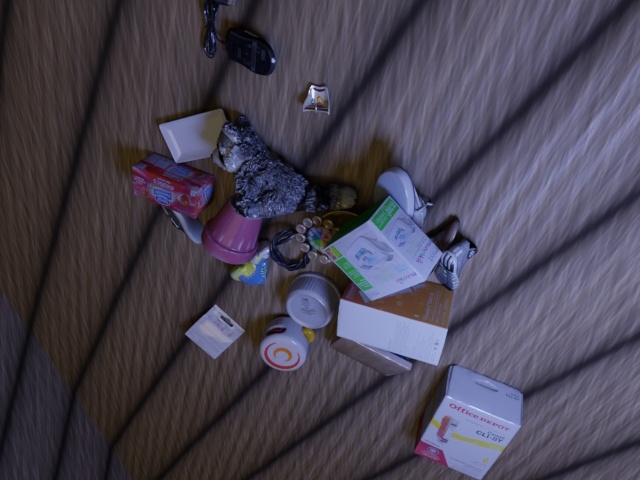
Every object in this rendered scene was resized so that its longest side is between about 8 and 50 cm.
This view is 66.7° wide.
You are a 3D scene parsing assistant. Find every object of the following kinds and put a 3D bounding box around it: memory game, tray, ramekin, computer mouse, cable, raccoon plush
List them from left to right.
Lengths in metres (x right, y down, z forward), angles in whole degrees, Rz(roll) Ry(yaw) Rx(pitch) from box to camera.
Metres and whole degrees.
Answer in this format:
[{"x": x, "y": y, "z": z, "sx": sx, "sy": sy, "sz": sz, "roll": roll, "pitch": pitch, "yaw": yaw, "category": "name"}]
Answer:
[{"x": -0.406, "y": -0.350, "z": 1.631, "sx": 0.270, "sy": 0.030, "sz": 0.145, "roll": -6, "pitch": 120, "yaw": 26, "category": "tray"}, {"x": -0.222, "y": -0.588, "z": 1.380, "sx": 0.261, "sy": 0.060, "sz": 0.184, "roll": 25, "pitch": 133, "yaw": 21, "category": "computer mouse"}, {"x": -0.119, "y": -0.247, "z": 1.534, "sx": 0.445, "sy": 0.216, "sz": 0.300, "roll": -6, "pitch": 108, "yaw": -7, "category": "raccoon plush"}, {"x": -0.106, "y": 0.041, "z": 1.722, "sx": 0.150, "sy": 0.047, "sz": 0.185, "roll": 8, "pitch": 130, "yaw": -14, "category": "cable"}, {"x": -0.033, "y": 0.230, "z": 1.808, "sx": 0.206, "sy": 0.109, "sz": 0.207, "roll": 11, "pitch": 125, "yaw": 17, "category": "ramekin"}, {"x": 0.000, "y": 0.000, "z": 1.590, "sx": 0.186, "sy": 0.012, "sz": 0.186, "roll": 13, "pitch": 126, "yaw": 19, "category": "memory game"}]

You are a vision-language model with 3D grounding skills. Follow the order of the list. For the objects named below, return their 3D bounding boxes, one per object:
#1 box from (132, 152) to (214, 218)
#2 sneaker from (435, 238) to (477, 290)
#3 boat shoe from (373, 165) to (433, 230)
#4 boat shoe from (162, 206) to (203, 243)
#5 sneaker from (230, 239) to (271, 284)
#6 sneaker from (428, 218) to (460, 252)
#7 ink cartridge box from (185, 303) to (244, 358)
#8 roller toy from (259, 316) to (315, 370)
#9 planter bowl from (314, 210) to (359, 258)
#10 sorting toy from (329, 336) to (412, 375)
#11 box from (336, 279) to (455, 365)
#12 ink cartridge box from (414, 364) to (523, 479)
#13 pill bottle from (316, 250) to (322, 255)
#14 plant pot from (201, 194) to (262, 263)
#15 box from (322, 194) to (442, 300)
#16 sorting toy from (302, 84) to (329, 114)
[{"x": -0.518, "y": -0.195, "z": 1.718, "sx": 0.256, "sy": 0.128, "sz": 0.123, "roll": 21, "pitch": 128, "yaw": 8, "category": "box"}, {"x": 0.436, "y": 0.069, "z": 1.520, "sx": 0.086, "sy": 0.132, "sz": 0.229, "roll": 47, "pitch": 169, "yaw": 25, "category": "sneaker"}, {"x": 0.264, "y": -0.088, "z": 1.454, "sx": 0.135, "sy": 0.156, "sz": 0.367, "roll": 30, "pitch": 147, "yaw": 38, "category": "boat shoe"}, {"x": -0.520, "y": -0.079, "z": 1.835, "sx": 0.070, "sy": 0.078, "sz": 0.220, "roll": -26, "pitch": 101, "yaw": 33, "category": "boat shoe"}, {"x": -0.228, "y": 0.091, "z": 1.828, "sx": 0.126, "sy": 0.091, "sz": 0.240, "roll": 36, "pitch": 130, "yaw": -26, "category": "sneaker"}, {"x": 0.366, "y": 0.004, "z": 1.515, "sx": 0.071, "sy": 0.066, "sz": 0.189, "roll": 26, "pitch": 127, "yaw": 6, "category": "sneaker"}, {"x": -0.461, "y": 0.396, "z": 2.151, "sx": 0.181, "sy": 0.056, "sz": 0.224, "roll": 44, "pitch": 109, "yaw": -8, "category": "ink cartridge box"}, {"x": -0.138, "y": 0.406, "z": 1.946, "sx": 0.191, "sy": 0.146, "sz": 0.209, "roll": 26, "pitch": 123, "yaw": -7, "category": "roller toy"}, {"x": 0.097, "y": -0.022, "z": 1.595, "sx": 0.216, "sy": 0.090, "sz": 0.217, "roll": 13, "pitch": 127, "yaw": 18, "category": "planter bowl"}, {"x": 0.187, "y": 0.389, "z": 1.782, "sx": 0.255, "sy": 0.090, "sz": 0.257, "roll": 27, "pitch": 157, "yaw": -1, "category": "sorting toy"}, {"x": 0.251, "y": 0.239, "z": 1.626, "sx": 0.344, "sy": 0.215, "sz": 0.169, "roll": 14, "pitch": 126, "yaw": 14, "category": "box"}, {"x": 0.546, "y": 0.688, "z": 1.832, "sx": 0.278, "sy": 0.160, "sz": 0.385, "roll": 20, "pitch": 127, "yaw": 10, "category": "ink cartridge box"}, {"x": 0.012, "y": 0.015, "z": 1.673, "sx": 0.065, "sy": 0.065, "sz": 0.117, "roll": -12, "pitch": 116, "yaw": 29, "category": "pill bottle"}, {"x": -0.289, "y": -0.049, "z": 1.682, "sx": 0.201, "sy": 0.201, "sz": 0.180, "roll": 33, "pitch": 119, "yaw": 0, "category": "plant pot"}, {"x": 0.175, "y": 0.030, "z": 1.414, "sx": 0.231, "sy": 0.127, "sz": 0.262, "roll": 47, "pitch": 146, "yaw": -8, "category": "box"}, {"x": -0.005, "y": -0.411, "z": 1.415, "sx": 0.083, "sy": 0.045, "sz": 0.075, "roll": 11, "pitch": 118, "yaw": 16, "category": "sorting toy"}]
